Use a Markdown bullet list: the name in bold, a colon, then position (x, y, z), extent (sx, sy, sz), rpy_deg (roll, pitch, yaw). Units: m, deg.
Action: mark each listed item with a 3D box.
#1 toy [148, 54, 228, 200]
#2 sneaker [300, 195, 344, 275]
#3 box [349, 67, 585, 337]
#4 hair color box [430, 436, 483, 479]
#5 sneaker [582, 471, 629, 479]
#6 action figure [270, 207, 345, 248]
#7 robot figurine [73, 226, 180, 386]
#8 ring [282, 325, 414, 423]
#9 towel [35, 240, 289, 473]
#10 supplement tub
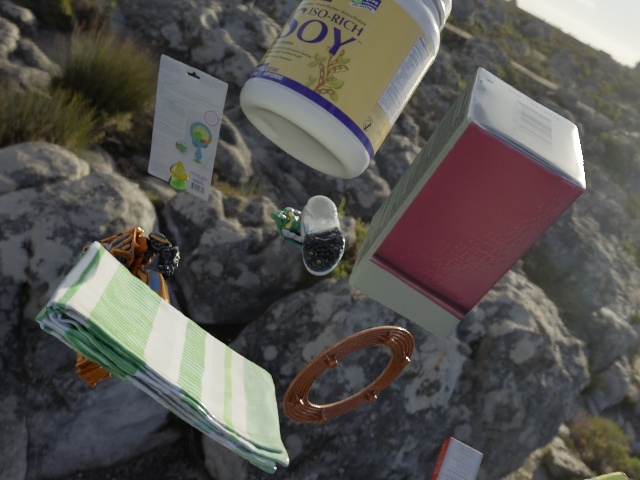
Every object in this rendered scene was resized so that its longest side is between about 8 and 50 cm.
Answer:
- **toy**: position (-0.234, -0.203, 1.141), extent (0.137, 0.237, 0.056), rpy_deg (26, 32, 12)
- **sneaker**: position (0.000, 0.000, 1.243), extent (0.085, 0.086, 0.237), rpy_deg (7, 34, -5)
- **box**: position (0.150, -0.037, 0.669), extent (0.127, 0.232, 0.148), rpy_deg (30, 37, -3)
- **hair color box**: position (0.245, 0.450, 1.174), extent (0.072, 0.043, 0.141), rpy_deg (28, 57, 4)
- **sneaker**: position (0.572, 0.525, 1.169), extent (0.208, 0.094, 0.081), rpy_deg (64, -2, -6)
- **action figure**: position (-0.034, -0.023, 1.568), extent (0.232, 0.063, 0.137), rpy_deg (24, 63, -40)
- **robot figurine**: position (-0.341, 0.092, 1.082), extent (0.085, 0.211, 0.291), rpy_deg (66, 3, -49)
- **ring**: position (0.072, 0.315, 1.424), extent (0.336, 0.336, 0.032), rpy_deg (4, 39, -39)
- **towel**: position (-0.178, 0.137, 0.788), extent (0.325, 0.038, 0.248), rpy_deg (39, 6, -17)
- **supplement tub**: position (0.047, -0.297, 1.045), extent (0.241, 0.331, 0.241), rpy_deg (31, -8, 5)
